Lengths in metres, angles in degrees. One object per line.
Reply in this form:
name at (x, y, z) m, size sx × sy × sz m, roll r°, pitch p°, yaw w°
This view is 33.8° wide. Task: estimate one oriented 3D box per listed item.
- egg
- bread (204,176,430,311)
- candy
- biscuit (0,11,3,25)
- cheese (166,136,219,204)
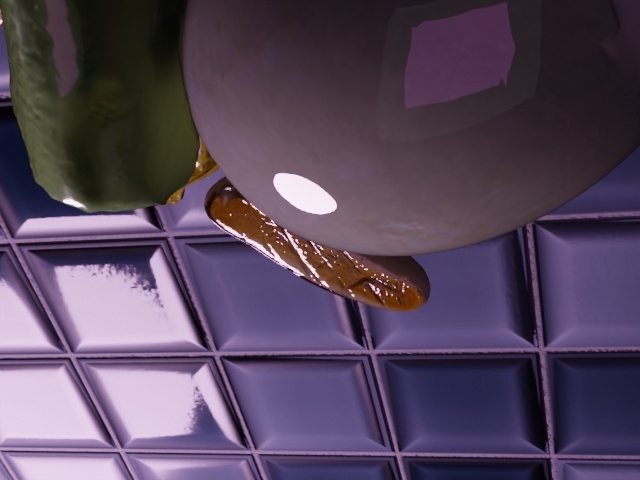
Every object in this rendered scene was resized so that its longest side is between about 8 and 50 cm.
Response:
egg at (0.083, -0.146, 0.618) m, size 0.278 × 0.278 × 0.336 m, roll 40°, pitch 134°, yaw -22°
bread at (-0.001, 0.000, 0.927) m, size 0.214 × 0.053 × 0.073 m, roll 27°, pitch 128°, yaw -8°
candy at (-0.142, -0.185, 0.655) m, size 0.132 × 0.142 × 0.343 m, roll -11°, pitch 123°, yaw -15°
biscuit at (-0.214, -0.251, 0.753) m, size 0.324 × 0.049 × 0.205 m, roll -27°, pitch 122°, yaw 34°
cheese at (-0.133, -0.127, 0.812) m, size 0.177 × 0.069 × 0.270 m, roll -2°, pitch 135°, yaw -12°
